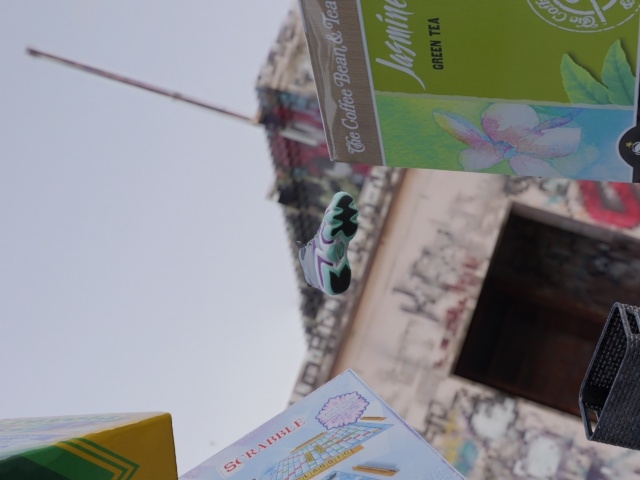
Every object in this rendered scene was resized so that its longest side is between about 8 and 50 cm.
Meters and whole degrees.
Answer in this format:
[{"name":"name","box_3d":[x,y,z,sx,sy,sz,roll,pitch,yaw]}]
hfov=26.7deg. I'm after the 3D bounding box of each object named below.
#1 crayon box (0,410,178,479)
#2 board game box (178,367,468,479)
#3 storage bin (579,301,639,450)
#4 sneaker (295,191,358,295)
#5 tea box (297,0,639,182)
[{"name":"crayon box","box_3d":[-0.262,0.201,1.116,0.323,0.203,0.083,-4,-92,-63]},{"name":"board game box","box_3d":[-0.020,0.303,1.423,0.319,0.318,0.066,-31,-60,-12]},{"name":"storage bin","box_3d":[0.437,0.193,1.902,0.122,0.084,0.180,-85,8,-60]},{"name":"sneaker","box_3d":[0.000,0.000,1.286,0.038,0.069,0.098,7,-88,-38]},{"name":"tea box","box_3d":[0.173,-0.231,0.908,0.220,0.324,0.329,75,-158,-52]}]
